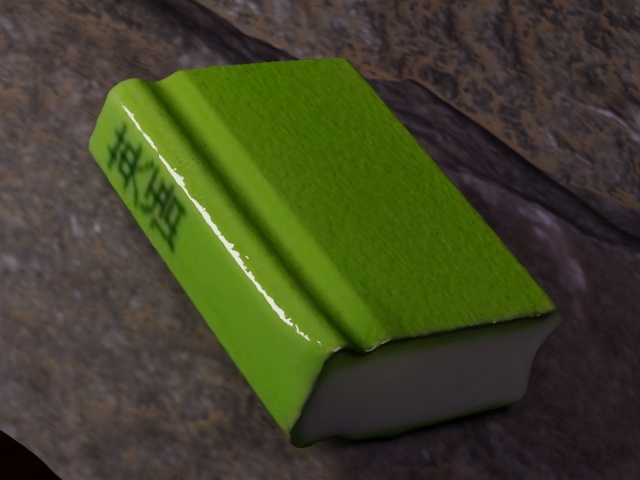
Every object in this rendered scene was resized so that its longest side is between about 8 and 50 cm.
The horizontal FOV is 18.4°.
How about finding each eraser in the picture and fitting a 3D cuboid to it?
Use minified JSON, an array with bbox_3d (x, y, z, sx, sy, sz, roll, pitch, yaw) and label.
[{"bbox_3d":[0.000,0.000,1.305,0.210,0.092,0.274,-8,50,-37],"label":"eraser"}]

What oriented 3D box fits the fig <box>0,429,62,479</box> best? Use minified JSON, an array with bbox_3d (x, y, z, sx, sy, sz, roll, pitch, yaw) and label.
[{"bbox_3d":[-0.190,0.189,0.884,0.235,0.235,0.214,40,3,14],"label":"fig"}]
